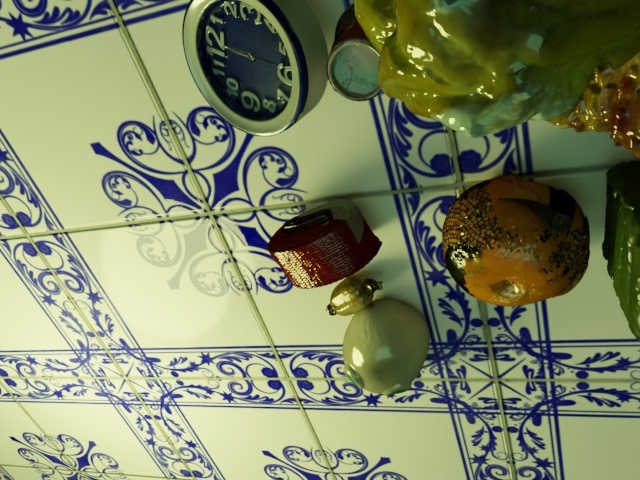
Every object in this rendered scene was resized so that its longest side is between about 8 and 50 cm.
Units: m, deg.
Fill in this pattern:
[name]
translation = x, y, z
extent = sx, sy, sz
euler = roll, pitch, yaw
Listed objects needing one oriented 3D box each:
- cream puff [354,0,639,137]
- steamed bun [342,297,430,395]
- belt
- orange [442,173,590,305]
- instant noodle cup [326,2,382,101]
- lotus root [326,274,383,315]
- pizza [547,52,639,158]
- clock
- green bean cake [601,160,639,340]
[cream puff]
translation = 0.194, -0.296, 0.677
extent = 0.378, 0.379, 0.275
euler = 26, 168, -3
[steamed bun]
translation = 0.131, 0.236, 1.218
extent = 0.177, 0.131, 0.228
euler = 17, 129, 2
[belt]
translation = 0.000, 0.000, 1.075
extent = 0.200, 0.128, 0.124
euler = -19, 120, 31
[orange]
translation = 0.312, 0.008, 0.954
extent = 0.234, 0.182, 0.235
euler = 6, 141, 5
[instant noodle cup]
translation = 0.064, -0.265, 0.837
extent = 0.127, 0.136, 0.127
euler = 9, 128, 12
[lotus root]
translation = 0.068, 0.108, 1.180
extent = 0.151, 0.063, 0.072
euler = -31, 72, 40
[pizza]
translation = 0.445, -0.203, 0.698
extent = 0.408, 0.113, 0.278
euler = -18, 93, 63
[clock]
translation = -0.098, -0.276, 0.879
extent = 0.230, 0.083, 0.231
euler = 26, 139, 25
[green bean cake]
translation = 0.560, 0.021, 0.787
extent = 0.318, 0.335, 0.218
euler = 0, 118, 21
